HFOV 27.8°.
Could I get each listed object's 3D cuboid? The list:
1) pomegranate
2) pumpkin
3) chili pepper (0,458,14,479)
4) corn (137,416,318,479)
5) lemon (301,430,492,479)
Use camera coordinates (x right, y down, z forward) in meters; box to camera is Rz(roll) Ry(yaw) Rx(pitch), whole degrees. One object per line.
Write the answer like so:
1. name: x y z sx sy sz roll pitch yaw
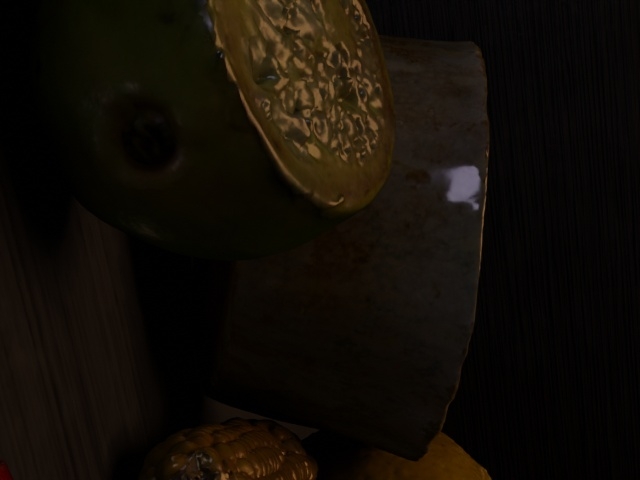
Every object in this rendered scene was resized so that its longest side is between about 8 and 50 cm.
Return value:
1. pomegranate: -0.067 -0.105 0.681 0.190 0.159 0.241 29 56 -53
2. pumpkin: 0.000 0.000 0.997 0.332 0.199 0.332 -174 -90 -86
3. chili pepper: -0.095 0.191 0.400 0.063 0.071 0.272 14 54 -45
4. corn: -0.056 0.168 0.857 0.313 0.102 0.102 49 33 -83
5. lemon: 0.050 0.277 1.113 0.310 0.253 0.253 -21 103 -86
